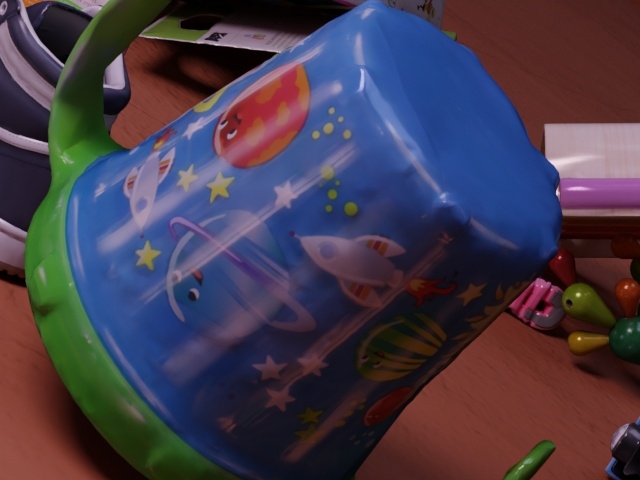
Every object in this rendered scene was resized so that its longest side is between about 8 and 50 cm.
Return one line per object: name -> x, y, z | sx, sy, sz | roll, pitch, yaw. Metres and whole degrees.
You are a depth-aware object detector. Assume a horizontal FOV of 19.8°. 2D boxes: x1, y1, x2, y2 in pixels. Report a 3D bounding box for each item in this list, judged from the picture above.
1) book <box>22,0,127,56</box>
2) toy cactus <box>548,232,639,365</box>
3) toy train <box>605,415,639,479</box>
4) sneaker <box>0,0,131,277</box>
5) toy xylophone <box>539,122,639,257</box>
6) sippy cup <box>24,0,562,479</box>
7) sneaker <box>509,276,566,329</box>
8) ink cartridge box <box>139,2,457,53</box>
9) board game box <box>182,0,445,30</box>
book -> -0.187, -0.115, 1.215 | 0.096, 0.144, 0.035 | 35, 20, 11
toy cactus -> 0.278, 0.089, 1.483 | 0.219, 0.112, 0.180 | 22, 40, -45
toy train -> 0.285, 0.182, 1.273 | 0.184, 0.080, 0.105 | 32, 10, 13
sneaker -> -0.229, -0.116, 1.143 | 0.282, 0.153, 0.099 | 40, 21, 26
toy xylophone -> 0.212, -0.041, 1.535 | 0.236, 0.081, 0.322 | 0, -7, 13
sippy cup -> 0.000, 0.000, 0.985 | 0.305, 0.224, 0.240 | 38, 31, -25
sneaker -> 0.147, 0.029, 1.504 | 0.119, 0.047, 0.057 | 35, 12, -11
ink cartridge box -> -0.019, -0.137, 1.605 | 0.255, 0.097, 0.189 | 8, 18, 8
board game box -> -0.038, -0.259, 1.680 | 0.224, 0.097, 0.303 | 8, 3, 25
